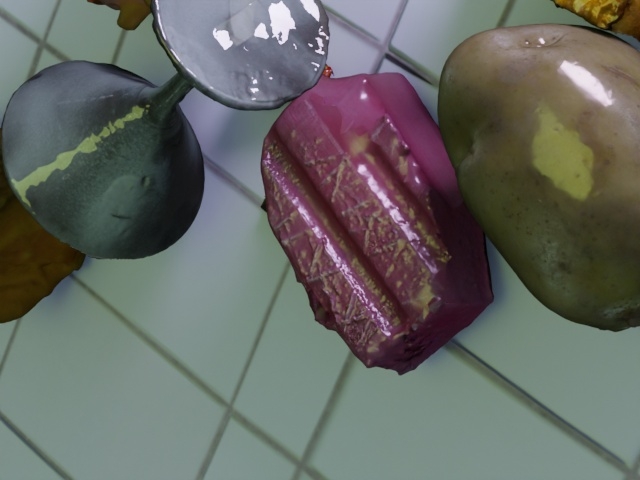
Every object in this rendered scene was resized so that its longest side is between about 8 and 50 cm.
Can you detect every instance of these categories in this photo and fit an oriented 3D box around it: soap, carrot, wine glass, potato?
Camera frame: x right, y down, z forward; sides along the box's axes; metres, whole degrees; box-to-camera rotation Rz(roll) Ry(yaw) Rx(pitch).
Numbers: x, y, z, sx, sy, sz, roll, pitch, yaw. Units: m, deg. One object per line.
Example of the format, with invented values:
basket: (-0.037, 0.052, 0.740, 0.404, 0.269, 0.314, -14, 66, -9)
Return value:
soap: (0.058, -0.031, 1.985, 0.220, 0.127, 0.325, -43, 68, 25)
carrot: (-0.468, -0.041, 2.331, 0.341, 0.241, 0.241, 30, 112, 31)
wine glass: (-0.173, -0.159, 1.992, 0.406, 0.267, 0.267, -35, 72, 57)
potato: (0.258, -0.074, 1.773, 0.326, 0.221, 0.243, 55, 132, 19)

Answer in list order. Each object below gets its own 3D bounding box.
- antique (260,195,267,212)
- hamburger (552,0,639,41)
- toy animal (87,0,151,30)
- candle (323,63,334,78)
antique: (0.000, 0.000, 2.111, 0.192, 0.015, 0.031, 40, 115, 29)
hamburger: (0.268, -0.316, 1.801, 0.283, 0.144, 0.156, 37, 106, 27)
toy animal: (-0.185, -0.339, 2.127, 0.281, 0.169, 0.195, 21, 97, 36)
candle: (-0.039, -0.190, 2.102, 0.131, 0.052, 0.052, -8, 89, 36)
